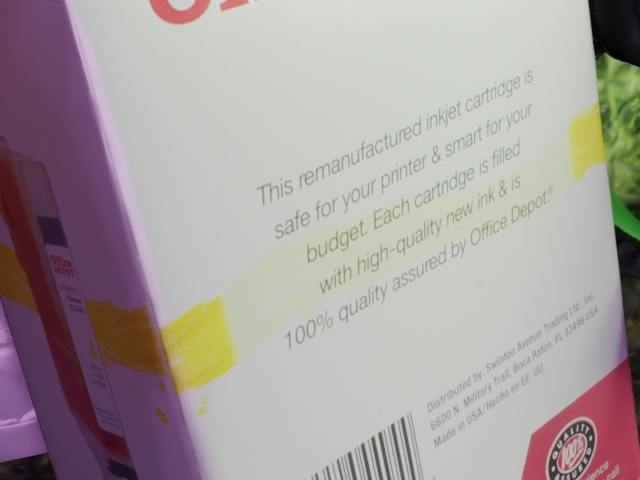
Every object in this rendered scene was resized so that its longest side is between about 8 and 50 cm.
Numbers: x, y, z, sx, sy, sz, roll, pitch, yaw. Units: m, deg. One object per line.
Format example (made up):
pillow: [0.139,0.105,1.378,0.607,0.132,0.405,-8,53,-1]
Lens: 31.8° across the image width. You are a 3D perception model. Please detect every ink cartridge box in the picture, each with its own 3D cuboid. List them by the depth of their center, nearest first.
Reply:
ink cartridge box: [0.000,0.000,0.550,0.279,0.160,0.384,-26,115,-35]

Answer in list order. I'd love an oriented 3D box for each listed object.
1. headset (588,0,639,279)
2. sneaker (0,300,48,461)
headset: [0.249,-0.161,0.615,0.185,0.243,0.394,9,85,-46]
sneaker: [-0.229,0.035,0.558,0.293,0.108,0.169,-12,108,-27]
